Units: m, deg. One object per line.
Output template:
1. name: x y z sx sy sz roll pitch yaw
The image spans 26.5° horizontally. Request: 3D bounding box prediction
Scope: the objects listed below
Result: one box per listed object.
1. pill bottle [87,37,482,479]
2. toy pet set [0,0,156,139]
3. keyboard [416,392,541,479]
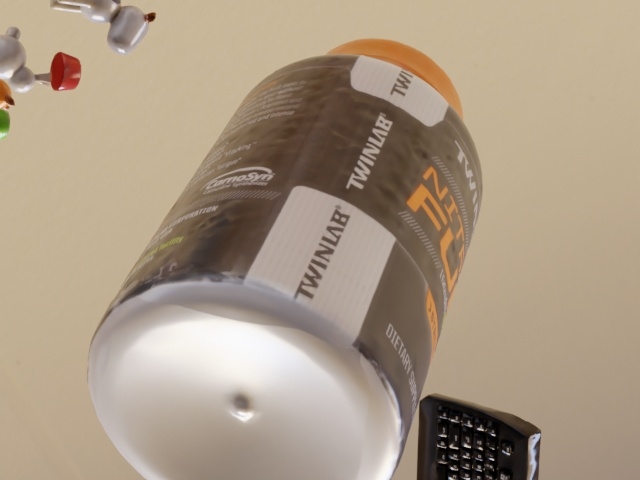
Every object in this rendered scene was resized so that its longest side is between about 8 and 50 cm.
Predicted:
1. pill bottle: 0.000 0.000 0.614 0.131 0.245 0.130 9 -53 12
2. toy pet set: -0.104 -0.100 0.585 0.065 0.122 0.114 5 -101 -33
3. keyboard: 0.097 0.184 0.801 0.100 0.038 0.192 11 -57 23
